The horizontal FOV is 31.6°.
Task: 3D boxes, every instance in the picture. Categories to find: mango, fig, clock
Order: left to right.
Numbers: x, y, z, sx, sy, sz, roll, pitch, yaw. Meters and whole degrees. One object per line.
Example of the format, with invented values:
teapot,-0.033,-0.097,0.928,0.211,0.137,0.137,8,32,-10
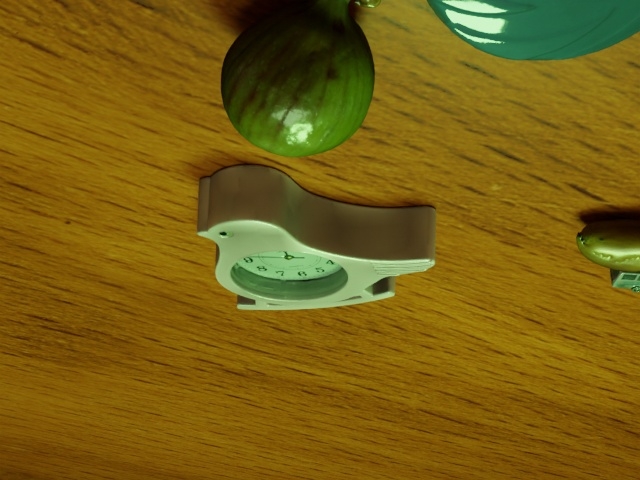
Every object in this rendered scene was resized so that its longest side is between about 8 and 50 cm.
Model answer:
fig,-0.019,-0.169,1.044,0.142,0.148,0.186,14,115,6
clock,0.000,0.000,1.422,0.290,0.080,0.275,-5,153,12
mango,0.383,0.003,1.422,0.127,0.063,0.077,7,158,1

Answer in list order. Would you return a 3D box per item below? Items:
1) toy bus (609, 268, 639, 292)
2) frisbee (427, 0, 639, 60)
toy bus,0.461,0.046,1.532,0.131,0.037,0.052,5,149,-3
frisbee,0.201,-0.247,0.801,0.290,0.049,0.289,-11,132,-13
